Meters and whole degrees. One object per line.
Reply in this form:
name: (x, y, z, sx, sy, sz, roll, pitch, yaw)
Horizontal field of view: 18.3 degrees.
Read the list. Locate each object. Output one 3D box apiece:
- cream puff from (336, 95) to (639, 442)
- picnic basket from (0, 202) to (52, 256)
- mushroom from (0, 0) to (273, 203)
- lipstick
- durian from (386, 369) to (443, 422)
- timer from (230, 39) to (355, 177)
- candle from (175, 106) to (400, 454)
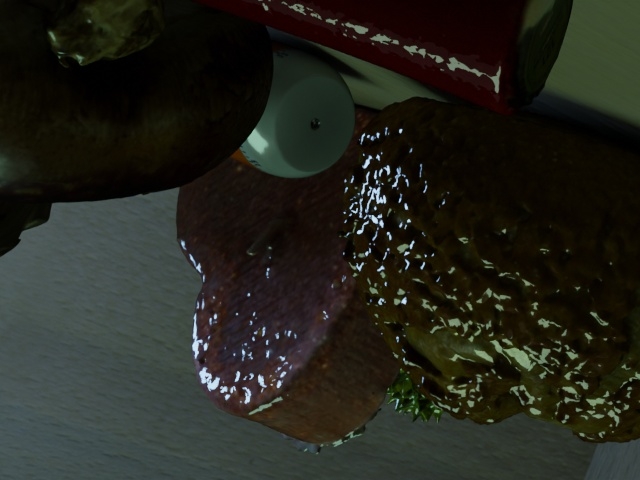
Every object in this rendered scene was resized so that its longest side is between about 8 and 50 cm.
cream puff: (0.152, 0.029, 1.361, 0.303, 0.212, 0.303, 18, 173, 2)
picnic basket: (-0.339, -0.122, 1.721, 0.291, 0.254, 0.321, 23, -173, -23)
mushroom: (-0.172, -0.110, 1.259, 0.297, 0.163, 0.278, -3, -171, -27)
lipstick: (-0.006, -0.128, 0.908, 0.241, 0.080, 0.080, 21, 177, 19)
durian: (0.125, 0.044, 1.779, 0.176, 0.237, 0.200, 48, -162, -56)
timer: (-0.047, -0.107, 1.495, 0.136, 0.099, 0.136, 35, 174, 4)
candle: (0.000, 0.000, 1.692, 0.287, 0.317, 0.131, -30, 141, 30)
